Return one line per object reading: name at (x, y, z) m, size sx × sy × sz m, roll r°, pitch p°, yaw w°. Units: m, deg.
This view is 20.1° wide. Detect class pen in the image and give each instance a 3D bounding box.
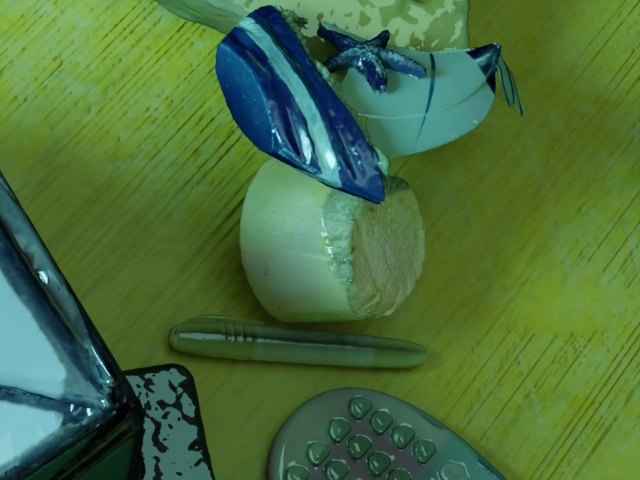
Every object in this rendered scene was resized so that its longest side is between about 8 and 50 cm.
pen at (-0.018, 0.089, 1.564) m, size 0.233 × 0.032 × 0.040 m, roll 5°, pitch 45°, yaw -19°

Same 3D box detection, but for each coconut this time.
coconut at (0.000, 0.000, 1.542) m, size 0.147 × 0.152 × 0.147 m, roll -2°, pitch 92°, yaw -50°

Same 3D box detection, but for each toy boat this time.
toy boat at (0.037, -0.139, 1.526) m, size 0.210 × 0.070 × 0.291 m, roll 42°, pitch 45°, yaw 15°

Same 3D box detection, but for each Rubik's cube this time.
Rubik's cube at (-0.321, 0.108, 1.262) m, size 0.307 × 0.305 × 0.310 m, roll -31°, pitch 80°, yaw -15°

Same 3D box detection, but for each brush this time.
brush at (-0.146, 0.200, 1.457) m, size 0.123 × 0.059 × 0.197 m, roll -9°, pitch 73°, yaw -20°

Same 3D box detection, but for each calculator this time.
calculator at (0.083, 0.251, 1.531) m, size 0.299 × 0.041 × 0.185 m, roll 43°, pitch 63°, yaw 2°

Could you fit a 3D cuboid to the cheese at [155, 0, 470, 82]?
cheese at (-0.006, -0.340, 1.628) m, size 0.384 × 0.104 × 0.384 m, roll 0°, pitch 90°, yaw -13°
